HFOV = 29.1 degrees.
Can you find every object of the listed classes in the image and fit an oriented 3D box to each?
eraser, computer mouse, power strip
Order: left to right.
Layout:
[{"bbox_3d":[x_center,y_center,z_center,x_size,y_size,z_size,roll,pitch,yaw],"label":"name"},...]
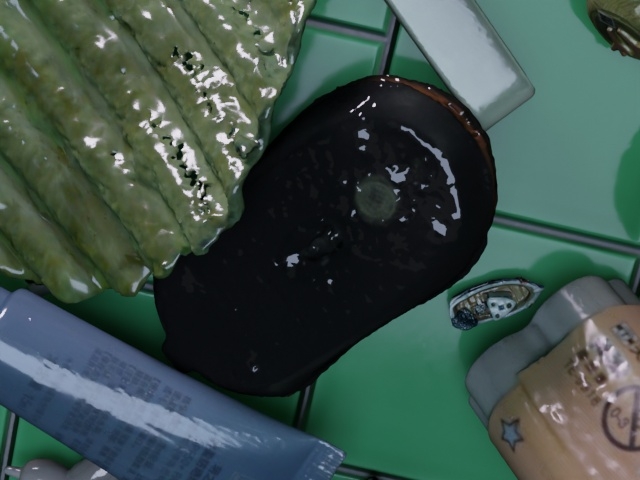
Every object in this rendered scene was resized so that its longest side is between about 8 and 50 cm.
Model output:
[{"bbox_3d":[0.002,-0.001,0.984,0.323,0.116,0.183,-36,89,25],"label":"computer mouse"},{"bbox_3d":[0.032,-0.254,0.940,0.062,0.091,0.385,-35,99,7],"label":"power strip"},{"bbox_3d":[0.244,0.174,0.940,0.171,0.290,0.087,-41,143,9],"label":"eraser"}]

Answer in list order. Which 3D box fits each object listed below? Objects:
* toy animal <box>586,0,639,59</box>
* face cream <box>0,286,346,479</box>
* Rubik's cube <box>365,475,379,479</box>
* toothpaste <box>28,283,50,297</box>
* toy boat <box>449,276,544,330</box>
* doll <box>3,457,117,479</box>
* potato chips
[{"bbox_3d":[0.246,-0.197,0.938,0.098,0.098,0.137,-43,116,11],"label":"toy animal"},{"bbox_3d":[-0.176,0.127,0.993,0.385,0.086,0.136,31,106,-5],"label":"face cream"},{"bbox_3d":[0.028,0.337,1.033,0.167,0.180,0.183,-35,101,11],"label":"Rubik's cube"},{"bbox_3d":[-0.211,0.023,1.057,0.083,0.015,0.024,-29,108,4],"label":"toothpaste"},{"bbox_3d":[0.147,0.051,1.033,0.083,0.038,0.038,-20,101,8],"label":"toy boat"},{"bbox_3d":[-0.195,0.182,1.070,0.161,0.059,0.160,-33,101,10],"label":"doll"},{"bbox_3d":[-0.200,-0.134,0.954,0.389,0.097,0.373,27,103,15],"label":"potato chips"}]
